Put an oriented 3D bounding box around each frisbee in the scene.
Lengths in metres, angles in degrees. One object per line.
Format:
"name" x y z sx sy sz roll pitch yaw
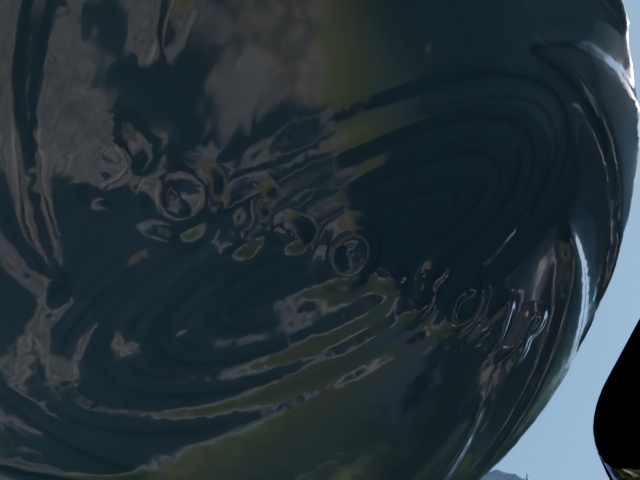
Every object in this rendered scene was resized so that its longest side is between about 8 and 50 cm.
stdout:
"frisbee" 0.002 0.002 0.369 0.289 0.049 0.289 -12 -65 -26

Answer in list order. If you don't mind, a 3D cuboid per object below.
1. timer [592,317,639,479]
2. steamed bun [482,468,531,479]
"timer" 0.179 0.026 0.325 0.187 0.144 0.055 0 -49 43
"steamed bun" 0.150 0.370 0.954 0.309 0.309 0.309 -7 -52 -9
